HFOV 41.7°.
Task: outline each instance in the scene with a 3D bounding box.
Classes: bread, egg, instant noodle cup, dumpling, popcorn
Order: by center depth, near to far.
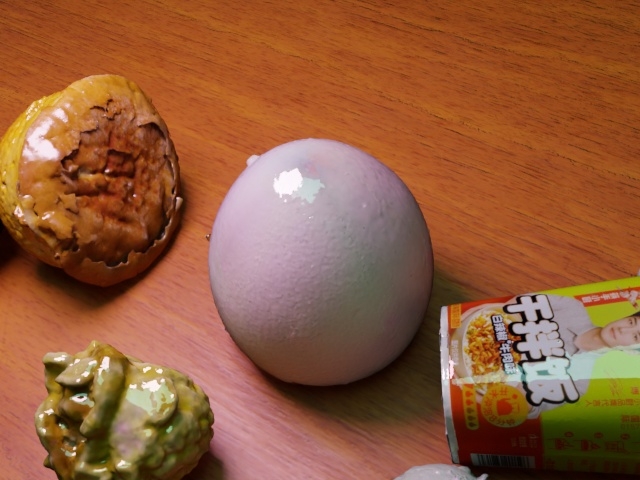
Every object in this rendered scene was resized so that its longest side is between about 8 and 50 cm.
[{"bbox_3d":[0.124,0.352,1.104,0.217,0.149,0.105,-26,54,-11],"label":"dumpling"},{"bbox_3d":[0.328,0.193,1.166,0.308,0.293,0.293,-5,47,12],"label":"instant noodle cup"},{"bbox_3d":[-0.281,0.260,1.183,0.259,0.259,0.212,9,77,15],"label":"popcorn"},{"bbox_3d":[0.000,0.000,1.267,0.355,0.339,0.354,-1,53,1],"label":"egg"},{"bbox_3d":[-0.408,-0.101,1.490,0.204,0.336,0.358,-4,41,36],"label":"bread"}]

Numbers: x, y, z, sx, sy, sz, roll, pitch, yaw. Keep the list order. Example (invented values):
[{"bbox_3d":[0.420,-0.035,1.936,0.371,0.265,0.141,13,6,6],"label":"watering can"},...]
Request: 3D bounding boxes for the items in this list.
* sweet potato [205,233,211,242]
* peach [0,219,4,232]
[{"bbox_3d":[-0.088,0.038,1.484,0.265,0.057,0.057,22,54,16],"label":"sweet potato"},{"bbox_3d":[-0.712,-0.103,1.432,0.310,0.406,0.335,-28,58,21],"label":"peach"}]
